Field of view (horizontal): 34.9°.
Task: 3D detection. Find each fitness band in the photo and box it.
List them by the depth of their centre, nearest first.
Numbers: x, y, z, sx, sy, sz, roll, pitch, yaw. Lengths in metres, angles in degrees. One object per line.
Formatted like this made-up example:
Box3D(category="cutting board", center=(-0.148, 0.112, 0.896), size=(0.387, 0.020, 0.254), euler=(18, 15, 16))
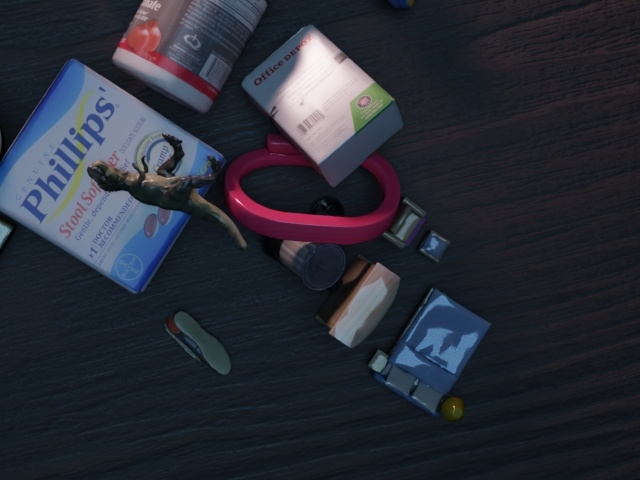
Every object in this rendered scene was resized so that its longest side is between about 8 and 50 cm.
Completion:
Box3D(category="fitness band", center=(-0.014, -0.083, 1.673), size=(0.291, 0.209, 0.054), euler=(4, 138, -7))

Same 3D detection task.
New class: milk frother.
Box3D(category="milk frother", center=(0.000, 0.000, 1.703), size=(0.129, 0.135, 0.143), euler=(27, 96, -42))

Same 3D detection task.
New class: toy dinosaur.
Box3D(category="toy dinosaur", center=(-0.215, -0.089, 1.560), size=(0.268, 0.064, 0.118), euler=(24, 97, -11))

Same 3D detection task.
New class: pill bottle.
Box3D(category="pill bottle", center=(-0.184, -0.379, 1.632), size=(0.176, 0.176, 0.318), euler=(29, 89, -9))

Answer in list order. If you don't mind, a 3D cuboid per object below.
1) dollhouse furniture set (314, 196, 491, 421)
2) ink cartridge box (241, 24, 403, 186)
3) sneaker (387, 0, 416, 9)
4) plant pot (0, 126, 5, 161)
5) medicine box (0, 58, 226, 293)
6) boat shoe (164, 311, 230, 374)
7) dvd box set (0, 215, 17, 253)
Box3D(category="dollhouse furniture set", center=(0.188, 0.129, 1.706), size=(0.303, 0.198, 0.286), euler=(35, 89, -9))
Box3D(category="ink cartridge box", center=(0.002, -0.222, 1.661), size=(0.160, 0.092, 0.219), euler=(-41, 62, -3))
Box3D(category="sneaker", center=(0.067, -0.517, 1.708), size=(0.131, 0.112, 0.296), euler=(-20, 95, 12))
Box3D(category="plant pot", center=(-0.574, -0.154, 1.600), size=(0.167, 0.165, 0.166), euler=(-1, 93, -8))
Box3D(category="medicine box", center=(-0.343, -0.102, 1.644), size=(0.289, 0.149, 0.263), euler=(33, 89, -9))
Box3D(category="boat shoe", center=(-0.209, 0.179, 1.735), size=(0.137, 0.049, 0.043), euler=(47, 129, -10))
Box3D(category="dvd box set", center=(-0.753, 0.001, 1.639), size=(0.421, 0.062, 0.307), euler=(30, 90, -9))
